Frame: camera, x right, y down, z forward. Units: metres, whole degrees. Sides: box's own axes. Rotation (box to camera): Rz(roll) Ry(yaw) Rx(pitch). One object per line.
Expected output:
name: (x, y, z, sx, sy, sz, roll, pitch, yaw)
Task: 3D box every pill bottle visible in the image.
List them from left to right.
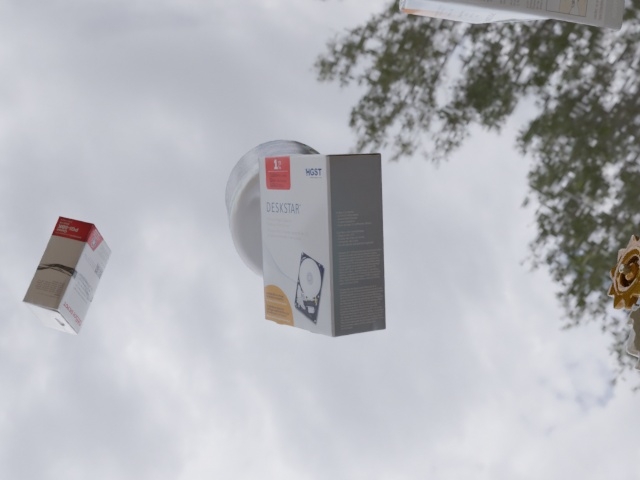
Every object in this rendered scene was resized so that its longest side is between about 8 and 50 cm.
pill bottle: (-0.059, -0.063, 1.602, 0.204, 0.204, 0.361, 17, -169, -12)

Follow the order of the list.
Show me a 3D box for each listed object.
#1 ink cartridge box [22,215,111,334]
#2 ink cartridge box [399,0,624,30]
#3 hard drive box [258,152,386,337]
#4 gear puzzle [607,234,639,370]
ink cartridge box: (-0.351, 0.050, 1.316, 0.056, 0.099, 0.135, 13, -114, 10)
ink cartridge box: (0.163, -0.250, 0.779, 0.179, 0.145, 0.045, 8, 176, -5)
hard drive box: (0.000, 0.000, 1.266, 0.089, 0.232, 0.181, -5, -175, -32)
gear puzzle: (0.359, 0.051, 0.883, 0.044, 0.175, 0.339, 19, 179, -11)
